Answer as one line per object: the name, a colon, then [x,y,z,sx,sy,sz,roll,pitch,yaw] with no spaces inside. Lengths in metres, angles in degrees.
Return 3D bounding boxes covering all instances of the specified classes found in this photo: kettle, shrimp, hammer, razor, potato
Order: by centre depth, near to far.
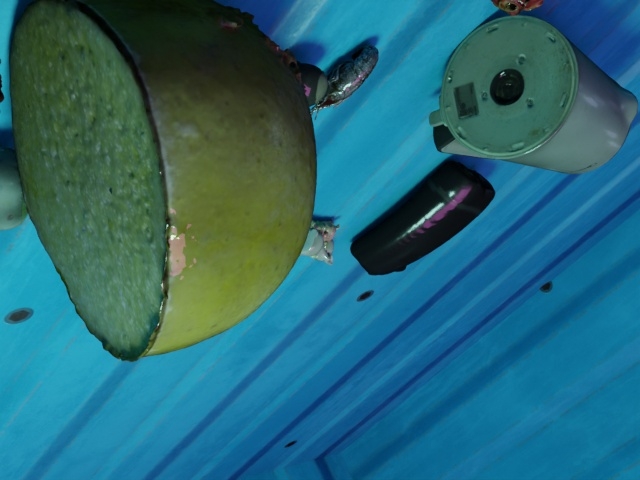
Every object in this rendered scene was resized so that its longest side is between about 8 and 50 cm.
potato: [-0.174,-0.097,1.088,0.319,0.385,0.442,-15,114,-38]
hammer: [-0.545,-0.009,1.224,0.206,0.119,0.335,-7,153,-35]
shrimp: [0.033,-0.259,1.404,0.165,0.065,0.056,-35,122,23]
kettle: [0.384,-0.239,1.638,0.361,0.250,0.377,-21,165,33]
razor: [0.236,-0.039,1.953,0.349,0.113,0.204,-41,155,23]

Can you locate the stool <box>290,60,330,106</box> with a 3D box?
stool: [-0.094,-0.199,1.287,0.228,0.139,0.153,-28,158,5]

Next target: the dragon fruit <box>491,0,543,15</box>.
dragon fruit: [0.301,-0.416,1.303,0.133,0.166,0.136,22,148,-1]

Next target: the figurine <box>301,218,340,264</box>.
figurine: [0.007,0.005,1.833,0.098,0.081,0.146,-39,153,20]

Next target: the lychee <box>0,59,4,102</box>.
lychee: [-0.460,-0.162,0.845,0.276,0.304,0.275,-6,119,-10]
